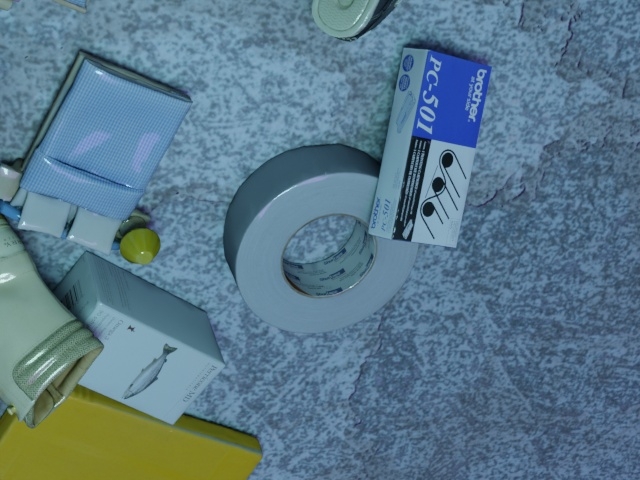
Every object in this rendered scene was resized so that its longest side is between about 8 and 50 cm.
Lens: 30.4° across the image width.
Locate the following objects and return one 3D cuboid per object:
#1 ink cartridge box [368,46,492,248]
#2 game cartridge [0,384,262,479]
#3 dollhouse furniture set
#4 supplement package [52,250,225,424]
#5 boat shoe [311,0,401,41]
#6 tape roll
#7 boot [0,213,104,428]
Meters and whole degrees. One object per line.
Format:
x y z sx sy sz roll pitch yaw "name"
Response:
0.120 -0.099 1.295 0.097 0.046 0.207 8 95 -36 "ink cartridge box"
-0.279 0.315 1.489 0.324 0.052 0.285 25 111 -30 "game cartridge"
-0.228 -0.107 1.123 0.303 0.198 0.286 22 113 -31 "dollhouse furniture set"
-0.215 0.112 1.334 0.179 0.105 0.105 31 108 -34 "supplement package"
0.078 -0.304 1.194 0.233 0.084 0.079 -54 162 10 "boat shoe"
0.000 0.000 1.360 0.219 0.072 0.219 -10 124 -14 "tape roll"
-0.371 0.125 1.229 0.262 0.095 0.203 -42 82 5 "boot"
